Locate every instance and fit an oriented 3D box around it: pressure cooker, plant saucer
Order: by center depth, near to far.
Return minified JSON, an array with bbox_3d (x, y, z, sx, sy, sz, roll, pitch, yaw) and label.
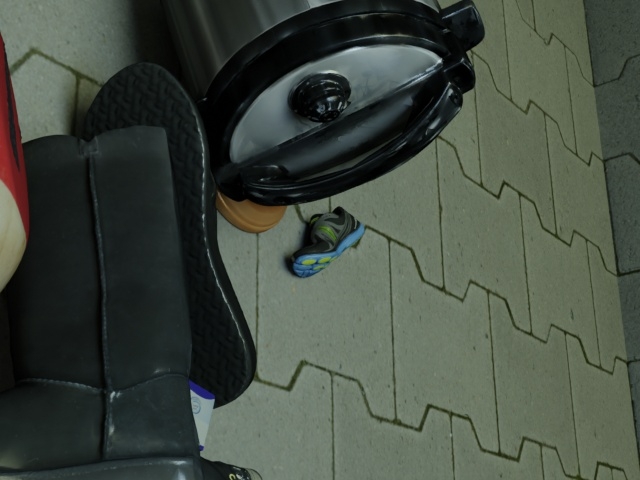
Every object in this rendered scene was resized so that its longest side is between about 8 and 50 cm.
[{"bbox_3d":[-0.013,-0.253,1.461,0.376,0.370,0.420,-2,57,-32],"label":"pressure cooker"},{"bbox_3d":[-0.105,-0.111,1.623,0.200,0.037,0.199,26,57,-47],"label":"plant saucer"}]

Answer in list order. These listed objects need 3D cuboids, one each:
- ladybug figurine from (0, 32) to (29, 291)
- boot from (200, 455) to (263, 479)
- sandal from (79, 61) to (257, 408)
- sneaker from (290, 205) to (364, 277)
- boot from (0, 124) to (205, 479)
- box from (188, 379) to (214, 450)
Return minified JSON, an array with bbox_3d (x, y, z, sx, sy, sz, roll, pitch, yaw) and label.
[{"bbox_3d":[-0.363,-0.099,0.977,0.305,0.162,0.449,91,-16,-50],"label":"ladybug figurine"},{"bbox_3d":[-0.149,0.364,1.314,0.179,0.085,0.236,38,37,-39],"label":"boot"},{"bbox_3d":[-0.194,-0.003,1.379,0.107,0.168,0.445,-52,130,-79],"label":"sandal"},{"bbox_3d":[0.000,0.000,1.716,0.078,0.067,0.188,49,38,1],"label":"sneaker"},{"bbox_3d":[-0.313,0.078,1.116,0.367,0.146,0.445,0,58,-16],"label":"boot"},{"bbox_3d":[-0.217,0.196,1.243,0.126,0.137,0.072,40,47,-40],"label":"box"}]
